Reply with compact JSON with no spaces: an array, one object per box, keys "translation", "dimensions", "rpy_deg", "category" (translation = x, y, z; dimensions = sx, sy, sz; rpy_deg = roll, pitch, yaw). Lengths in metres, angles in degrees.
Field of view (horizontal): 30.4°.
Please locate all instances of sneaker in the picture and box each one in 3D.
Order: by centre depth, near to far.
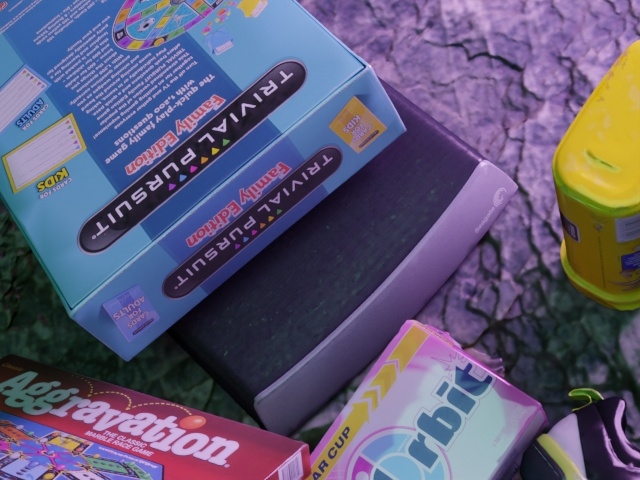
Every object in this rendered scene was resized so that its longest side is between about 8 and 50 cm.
[{"translation":[0.223,0.181,0.706],"dimensions":[0.097,0.084,0.234],"rpy_deg":[-42,64,-4],"category":"sneaker"}]

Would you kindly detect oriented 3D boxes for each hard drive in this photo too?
[{"translation":[0.000,0.000,0.856],"dimensions":[0.254,0.054,0.172],"rpy_deg":[-46,65,-5],"category":"hard drive"}]

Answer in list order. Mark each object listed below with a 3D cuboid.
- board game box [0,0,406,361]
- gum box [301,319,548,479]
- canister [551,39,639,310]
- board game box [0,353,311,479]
[{"translation":[-0.135,-0.111,0.887],"dimensions":[0.254,0.079,0.336],"rpy_deg":[-40,51,-1],"category":"board game box"},{"translation":[0.058,0.153,0.775],"dimensions":[0.107,0.062,0.188],"rpy_deg":[33,81,24],"category":"gum box"},{"translation":[0.203,-0.039,0.750],"dimensions":[0.073,0.170,0.126],"rpy_deg":[32,80,24],"category":"canister"},{"translation":[-0.161,0.144,0.777],"dimensions":[0.281,0.145,0.027],"rpy_deg":[10,116,33],"category":"board game box"}]
